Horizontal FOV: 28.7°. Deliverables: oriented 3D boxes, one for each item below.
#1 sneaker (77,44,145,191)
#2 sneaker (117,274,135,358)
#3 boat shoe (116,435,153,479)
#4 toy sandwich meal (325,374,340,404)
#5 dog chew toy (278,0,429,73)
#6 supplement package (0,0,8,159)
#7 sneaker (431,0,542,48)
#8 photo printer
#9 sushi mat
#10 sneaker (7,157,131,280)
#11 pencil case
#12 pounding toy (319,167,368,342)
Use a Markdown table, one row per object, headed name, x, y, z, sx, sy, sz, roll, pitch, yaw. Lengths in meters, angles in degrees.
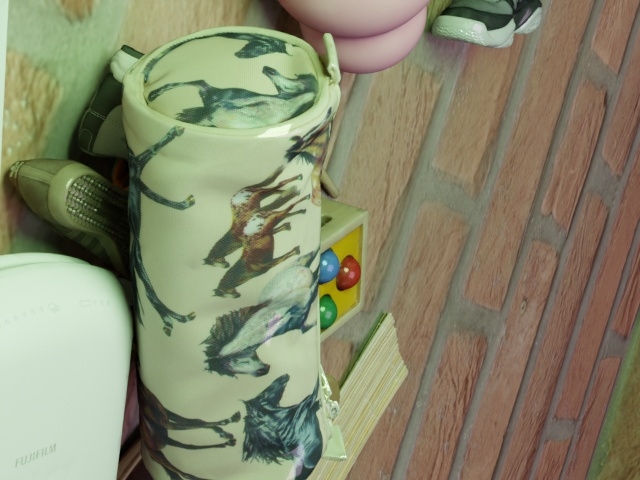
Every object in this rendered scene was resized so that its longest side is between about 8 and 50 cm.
| name | x | y | z | sx | sy | sz | roll | pitch | yaw |
| --- | --- | --- | --- | --- | --- | --- | --- | --- | --- |
| sneaker | -0.129 | -0.066 | 1.129 | 0.108 | 0.100 | 0.271 | -54 | 145 | -7 |
| sneaker | -0.144 | 0.086 | 1.196 | 0.084 | 0.069 | 0.185 | -59 | 150 | -14 |
| boat shoe | -0.175 | 0.333 | 1.216 | 0.342 | 0.123 | 0.123 | -60 | 149 | -23 |
| toy sandwich meal | -0.005 | 0.204 | 1.557 | 0.085 | 0.029 | 0.086 | -28 | 124 | -51 |
| dog chew toy | 0.032 | -0.289 | 1.183 | 0.207 | 0.206 | 0.332 | -57 | 156 | -27 |
| supplement package | -0.300 | -0.061 | 0.692 | 0.149 | 0.203 | 0.194 | -18 | 120 | -57 |
| sneaker | 0.219 | -0.334 | 1.593 | 0.268 | 0.101 | 0.153 | -31 | 131 | -59 |
| photo printer | -0.262 | 0.163 | 0.984 | 0.256 | 0.107 | 0.308 | -15 | 118 | -58 |
| sushi mat | 0.032 | 0.255 | 1.661 | 0.317 | 0.019 | 0.151 | -56 | 147 | -28 |
| sneaker | -0.189 | -0.023 | 1.051 | 0.066 | 0.071 | 0.188 | -62 | 154 | -14 |
| pencil case | -0.067 | 0.028 | 1.042 | 0.183 | 0.160 | 0.410 | -9 | 125 | -16 |
| pounding toy | 0.005 | -0.009 | 1.386 | 0.181 | 0.094 | 0.206 | -35 | 134 | -49 |
